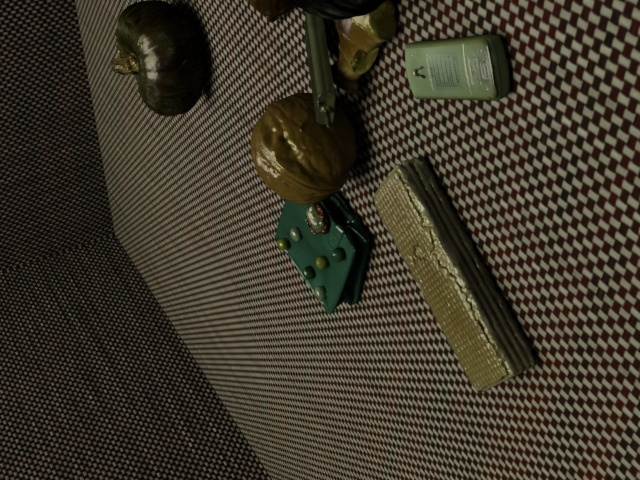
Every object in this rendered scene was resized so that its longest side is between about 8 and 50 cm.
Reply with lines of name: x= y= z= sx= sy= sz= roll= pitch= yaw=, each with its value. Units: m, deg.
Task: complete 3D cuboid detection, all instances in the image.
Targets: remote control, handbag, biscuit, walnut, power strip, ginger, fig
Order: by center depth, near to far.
remote control: x=0.212 y=-0.271 z=1.316 sx=0.233 sy=0.038 sz=0.098 roll=18 pitch=124 yaw=61
biscuit: x=0.230 y=0.057 z=1.485 sx=0.426 sy=0.079 sz=0.144 roll=62 pitch=153 yaw=15
ginger: x=0.058 y=-0.364 z=1.517 sx=0.131 sy=0.086 sz=0.294 roll=48 pitch=157 yaw=6
power strip: x=0.000 y=-0.322 z=1.596 sx=0.092 sy=0.034 sz=0.267 roll=94 pitch=170 yaw=-60
walnut: x=-0.031 y=-0.185 z=1.690 sx=0.228 sy=0.228 sz=0.228 roll=45 pitch=146 yaw=42
fig: x=-0.103 y=-0.499 z=1.718 sx=0.124 sy=0.124 sz=0.236 roll=65 pitch=167 yaw=11
handbag: x=-0.004 y=0.003 z=1.904 sx=0.268 sy=0.100 sz=0.274 roll=56 pitch=153 yaw=28

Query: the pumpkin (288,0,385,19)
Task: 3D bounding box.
pumpkin: x=0.007 y=-0.486 z=1.272 sx=0.296 sy=0.296 sz=0.295 roll=45 pitch=146 yaw=42

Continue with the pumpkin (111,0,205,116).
pumpkin: x=-0.448 y=-0.516 z=2.256 sx=0.324 sy=0.242 sz=0.232 roll=61 pitch=163 yaw=7
